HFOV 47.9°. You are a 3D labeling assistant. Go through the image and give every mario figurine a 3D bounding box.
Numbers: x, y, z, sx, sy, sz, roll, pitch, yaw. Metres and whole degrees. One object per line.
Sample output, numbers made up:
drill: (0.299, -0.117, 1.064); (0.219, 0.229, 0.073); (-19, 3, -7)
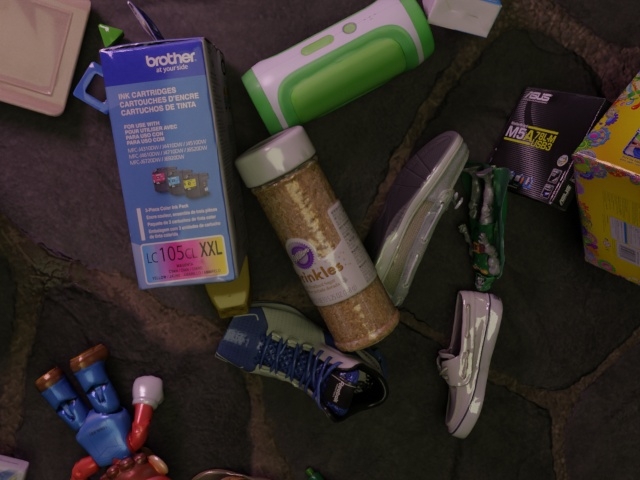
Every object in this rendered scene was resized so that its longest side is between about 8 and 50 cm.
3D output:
mario figurine: (-0.357, 0.346, 1.245); (0.198, 0.170, 0.320); (-26, 92, 34)

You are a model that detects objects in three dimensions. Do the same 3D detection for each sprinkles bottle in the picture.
sprinkles bottle: (0.000, 0.000, 1.139); (0.121, 0.121, 0.355); (-29, 103, -2)

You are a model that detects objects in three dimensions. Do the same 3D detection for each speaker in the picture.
speaker: (0.028, -0.282, 1.161); (0.297, 0.131, 0.131); (-27, 102, 1)

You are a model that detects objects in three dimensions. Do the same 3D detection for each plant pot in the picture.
plant pot: (-0.153, 0.082, 1.210); (0.081, 0.081, 0.083); (-11, 64, -6)

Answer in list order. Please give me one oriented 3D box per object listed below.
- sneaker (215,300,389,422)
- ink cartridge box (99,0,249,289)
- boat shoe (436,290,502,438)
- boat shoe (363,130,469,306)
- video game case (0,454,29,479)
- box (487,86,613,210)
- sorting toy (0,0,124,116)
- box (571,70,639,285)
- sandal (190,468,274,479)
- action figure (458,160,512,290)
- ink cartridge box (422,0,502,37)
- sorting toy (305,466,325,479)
sneaker: (-0.012, 0.206, 1.217); (0.316, 0.182, 0.127); (20, 95, -11)
ink cartridge box: (-0.208, -0.151, 1.082); (0.151, 0.270, 0.395); (-5, 100, -1)
boat shoe: (0.255, 0.221, 1.303); (0.088, 0.096, 0.267); (13, 97, -6)
boat shoe: (0.167, -0.036, 1.240); (0.103, 0.118, 0.320); (25, 100, -19)
video game case: (-0.685, 0.482, 1.222); (0.300, 0.036, 0.329); (18, 104, -11)
box: (0.376, -0.159, 1.205); (0.045, 0.191, 0.184); (21, 98, -29)
sorting toy: (-0.473, -0.312, 1.136); (0.348, 0.047, 0.195); (16, 93, -11)
box: (0.563, -0.112, 1.148); (0.279, 0.177, 0.290); (-49, 140, -15)
sandal: (-0.159, 0.455, 1.295); (0.180, 0.049, 0.072); (3, 93, 7)
action figure: (0.285, -0.016, 1.262); (0.064, 0.137, 0.232); (-15, 111, -16)
ink cartridge box: (0.223, -0.409, 1.178); (0.104, 0.180, 0.060); (11, 132, -10)
sorting toy: (-0.119, 0.545, 1.318); (0.366, 0.127, 0.126); (-37, 73, -4)
